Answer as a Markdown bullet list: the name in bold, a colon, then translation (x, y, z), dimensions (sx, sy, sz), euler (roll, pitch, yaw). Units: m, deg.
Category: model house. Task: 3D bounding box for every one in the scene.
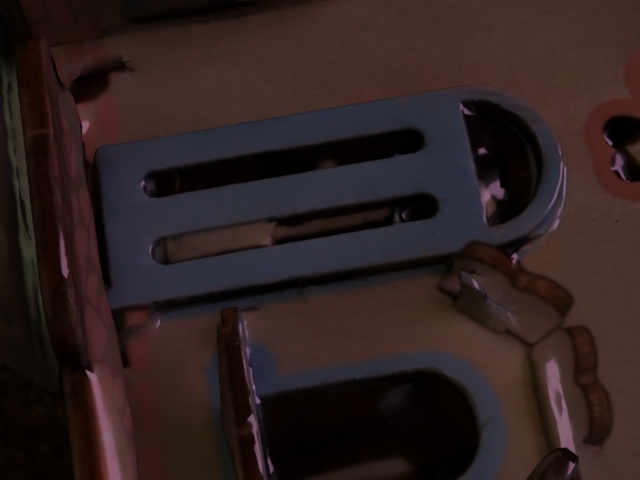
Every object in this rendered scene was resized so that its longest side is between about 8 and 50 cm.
- **model house**: translation (0.045, 0.008, 0.460), dimensions (0.169, 0.244, 0.326), euler (93, -11, -66)

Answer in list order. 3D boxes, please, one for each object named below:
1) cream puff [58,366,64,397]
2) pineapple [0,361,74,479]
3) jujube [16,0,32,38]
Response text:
- **cream puff**: translation (0.032, 0.023, 0.714), dimensions (0.350, 0.229, 0.350), euler (-38, 136, -48)
- **pineapple**: translation (-0.122, 0.139, 0.451), dimensions (0.125, 0.125, 0.251), euler (55, 23, -20)
- **jujube**: translation (-0.071, -0.169, 0.862), dimensions (0.183, 0.183, 0.243), euler (54, 18, -22)
